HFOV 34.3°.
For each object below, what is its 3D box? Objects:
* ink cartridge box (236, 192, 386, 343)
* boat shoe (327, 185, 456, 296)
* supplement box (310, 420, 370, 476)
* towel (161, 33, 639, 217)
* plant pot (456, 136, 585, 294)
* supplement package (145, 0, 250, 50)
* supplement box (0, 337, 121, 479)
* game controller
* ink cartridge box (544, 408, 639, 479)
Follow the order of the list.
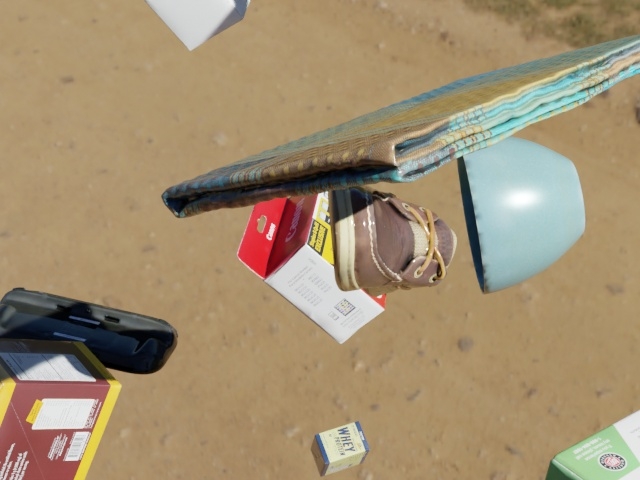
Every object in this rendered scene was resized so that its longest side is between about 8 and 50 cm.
[{"bbox_3d":[0.000,0.000,2.029,0.130,0.272,0.309,-41,20,28],"label":"ink cartridge box"},{"bbox_3d":[0.087,-0.002,1.132,0.123,0.342,0.123,-7,78,11],"label":"boat shoe"},{"bbox_3d":[0.034,0.368,1.826,0.083,0.083,0.056,-15,64,-15],"label":"supplement box"},{"bbox_3d":[0.090,-0.093,0.833,0.370,0.040,0.271,-25,11,-39],"label":"towel"},{"bbox_3d":[0.362,-0.062,1.858,0.195,0.290,0.290,-10,41,5],"label":"plant pot"},{"bbox_3d":[-0.158,-0.373,1.458,0.105,0.105,0.179,-24,33,31],"label":"supplement package"},{"bbox_3d":[-0.428,0.255,1.493,0.194,0.191,0.129,10,19,-45],"label":"supplement box"},{"bbox_3d":[-0.407,0.155,1.758,0.319,0.067,0.166,12,29,5],"label":"game controller"},{"bbox_3d":[0.383,0.299,1.023,0.201,0.117,0.278,-15,35,-39],"label":"ink cartridge box"}]
